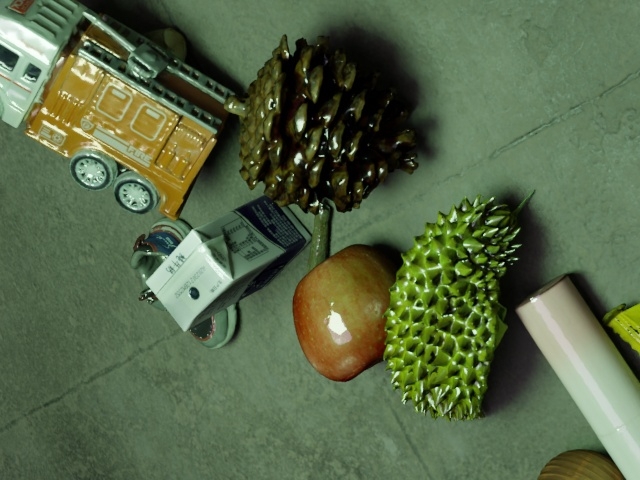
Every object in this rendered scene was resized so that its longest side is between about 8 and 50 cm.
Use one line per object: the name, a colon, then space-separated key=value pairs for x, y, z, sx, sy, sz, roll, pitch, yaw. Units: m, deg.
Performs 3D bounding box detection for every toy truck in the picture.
toy truck: x=-0.324 y=-0.216 z=1.843 sx=0.387 sy=0.173 sz=0.207 roll=30 pitch=128 yaw=-10

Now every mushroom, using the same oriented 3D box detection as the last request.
mushroom: x=-0.330 y=-0.293 z=1.956 sx=0.278 sy=0.096 sz=0.099 roll=12 pitch=157 yaw=26

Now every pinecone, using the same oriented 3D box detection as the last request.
pinecone: x=-0.005 y=-0.143 z=1.729 sx=0.257 sy=0.243 sz=0.243 roll=43 pitch=126 yaw=-14

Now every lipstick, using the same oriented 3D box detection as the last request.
lipstick: x=0.382 y=0.203 z=1.696 sx=0.087 sy=0.087 sz=0.327 roll=-35 pitch=87 yaw=35

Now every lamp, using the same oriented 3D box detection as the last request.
lamp: x=0.357 y=0.352 z=1.735 sx=0.136 sy=0.136 sz=0.136 roll=11 pitch=112 yaw=28

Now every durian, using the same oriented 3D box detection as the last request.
durian: x=0.183 y=0.103 z=1.729 sx=0.157 sy=0.169 sz=0.355 roll=18 pitch=116 yaw=21

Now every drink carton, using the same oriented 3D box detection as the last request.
drink carton: x=-0.132 y=0.029 z=1.864 sx=0.102 sy=0.222 sz=0.134 roll=51 pitch=124 yaw=6

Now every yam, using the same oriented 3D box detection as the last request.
yam: x=0.000 y=0.000 z=1.892 sx=0.033 sy=0.027 sz=0.129 roll=-128 pitch=40 yaw=-56

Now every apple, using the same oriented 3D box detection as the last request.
apple: x=0.047 y=0.105 z=1.809 sx=0.181 sy=0.181 sz=0.168 roll=-39 pitch=81 yaw=35

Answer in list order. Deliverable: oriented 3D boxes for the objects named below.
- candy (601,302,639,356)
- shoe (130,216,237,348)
candy: x=0.502 y=0.083 z=1.590 sx=0.187 sy=0.081 sz=0.297 roll=48 pitch=136 yaw=9
shoe: x=-0.223 y=0.076 z=1.996 sx=0.099 sy=0.125 sz=0.227 roll=-31 pitch=88 yaw=32
